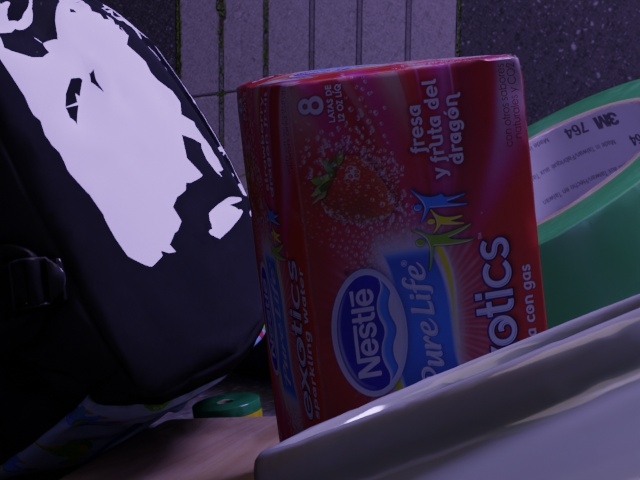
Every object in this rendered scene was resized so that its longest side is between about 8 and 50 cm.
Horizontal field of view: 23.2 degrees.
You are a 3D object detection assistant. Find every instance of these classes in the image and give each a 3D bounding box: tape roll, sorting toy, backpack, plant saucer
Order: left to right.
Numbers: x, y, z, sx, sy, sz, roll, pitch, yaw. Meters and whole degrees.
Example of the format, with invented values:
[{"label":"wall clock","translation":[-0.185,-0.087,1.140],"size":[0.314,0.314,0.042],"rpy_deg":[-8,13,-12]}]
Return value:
[{"label":"backpack","translation":[-0.180,0.026,1.059],"size":[0.273,0.290,0.355],"rpy_deg":[-15,-20,-44]},{"label":"sorting toy","translation":[-0.069,0.146,0.915],"size":[0.132,0.046,0.274],"rpy_deg":[-5,8,26]},{"label":"tape roll","translation":[0.197,-0.023,1.293],"size":[0.321,0.077,0.321],"rpy_deg":[-30,15,9]},{"label":"plant saucer","translation":[0.091,0.085,0.568],"size":[0.400,0.100,0.400],"rpy_deg":[-22,-4,-2]}]

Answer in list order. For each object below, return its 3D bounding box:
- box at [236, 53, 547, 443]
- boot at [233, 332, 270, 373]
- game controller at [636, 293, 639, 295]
[{"label":"box","translation":[0.039,0.037,0.808],"size":[0.123,0.256,0.128],"rpy_deg":[-8,8,-13]},{"label":"boot","translation":[0.000,0.000,1.259],"size":[0.094,0.246,0.207],"rpy_deg":[22,-7,-31]},{"label":"game controller","translation":[0.283,0.020,1.443],"size":[0.166,0.067,0.319],"rpy_deg":[8,12,13]}]
